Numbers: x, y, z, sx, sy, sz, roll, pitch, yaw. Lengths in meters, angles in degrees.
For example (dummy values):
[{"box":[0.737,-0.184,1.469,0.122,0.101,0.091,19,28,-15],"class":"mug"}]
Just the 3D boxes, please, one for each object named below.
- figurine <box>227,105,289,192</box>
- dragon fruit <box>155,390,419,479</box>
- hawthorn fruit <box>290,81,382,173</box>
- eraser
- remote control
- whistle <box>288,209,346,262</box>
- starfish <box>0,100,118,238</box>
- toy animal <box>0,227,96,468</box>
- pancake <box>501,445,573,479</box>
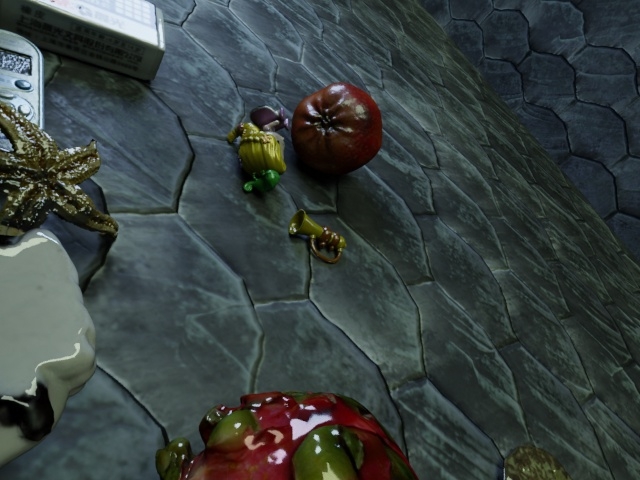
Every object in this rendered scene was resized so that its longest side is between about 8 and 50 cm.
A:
[{"box":[-0.113,-0.150,0.789,0.095,0.114,0.156,42,43,-62],"class":"figurine"},{"box":[-0.014,0.269,0.351,0.231,0.237,0.303,-16,75,-25],"class":"dragon fruit"},{"box":[0.042,-0.219,0.914,0.179,0.179,0.200,49,21,8],"class":"hawthorn fruit"},{"box":[-0.397,-0.360,0.722,0.279,0.081,0.124,9,52,-35],"class":"eraser"},{"box":[-0.403,-0.182,0.580,0.087,0.047,0.244,4,52,-35],"class":"remote control"},{"box":[0.002,-0.004,0.770,0.109,0.046,0.057,30,24,-25],"class":"whistle"},{"box":[-0.306,-0.077,0.506,0.146,0.074,0.190,-27,94,-44],"class":"starfish"},{"box":[-0.288,0.091,0.333,0.208,0.156,0.204,-16,67,-40],"class":"toy animal"},{"box":[0.350,0.422,0.676,0.212,0.029,0.235,38,38,-4],"class":"pancake"}]
